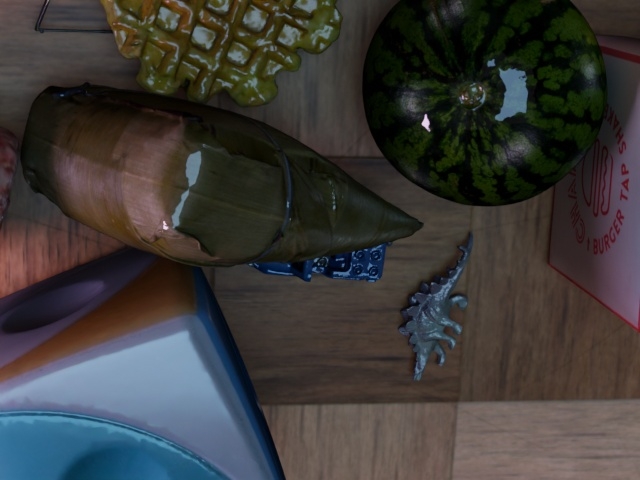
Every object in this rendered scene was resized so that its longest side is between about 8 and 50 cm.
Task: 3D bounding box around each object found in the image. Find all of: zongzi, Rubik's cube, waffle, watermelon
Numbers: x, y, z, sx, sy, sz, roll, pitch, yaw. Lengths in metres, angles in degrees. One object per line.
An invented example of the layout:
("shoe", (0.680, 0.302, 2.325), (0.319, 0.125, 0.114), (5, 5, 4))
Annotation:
("zongzi", (-0.128, -0.071, 1.635), (0.393, 0.356, 0.174), (7, 99, -46))
("Rubik's cube", (-0.243, 0.229, 1.622), (0.347, 0.352, 0.351), (-22, 109, -3))
("waffle", (-0.111, -0.316, 1.636), (0.302, 0.068, 0.325), (-22, 106, -10))
("watermelon", (0.189, -0.181, 1.618), (0.285, 0.285, 0.285), (-2, 105, -9))

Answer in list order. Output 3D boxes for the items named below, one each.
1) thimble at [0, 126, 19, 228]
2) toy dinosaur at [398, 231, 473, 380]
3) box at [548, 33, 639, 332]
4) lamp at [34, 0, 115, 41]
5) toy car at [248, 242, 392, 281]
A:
("thimble", (-0.439, -0.036, 1.581), (0.162, 0.239, 0.239), (14, 102, -12))
("toy dinosaur", (0.153, 0.086, 1.816), (0.082, 0.039, 0.209), (20, 100, -13))
("box", (0.472, -0.078, 1.687), (0.300, 0.312, 0.314), (0, 104, -10))
("lamp", (-0.272, -0.256, 1.656), (0.121, 0.041, 0.054), (15, 110, -17))
("toy car", (0.000, 0.000, 1.735), (0.191, 0.100, 0.097), (4, 104, -10))
